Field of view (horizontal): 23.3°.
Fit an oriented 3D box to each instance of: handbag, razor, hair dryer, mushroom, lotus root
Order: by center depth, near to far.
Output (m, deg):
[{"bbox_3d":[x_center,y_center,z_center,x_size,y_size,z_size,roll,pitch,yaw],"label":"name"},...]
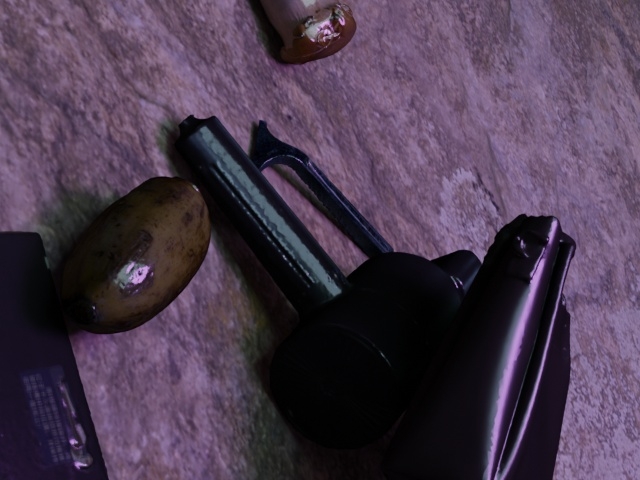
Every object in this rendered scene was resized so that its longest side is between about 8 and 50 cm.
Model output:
[{"bbox_3d":[-0.131,0.012,1.123,0.080,0.089,0.179,46,35,-11],"label":"lotus root"},{"bbox_3d":[0.146,0.125,1.281,0.285,0.113,0.257,59,51,-66],"label":"handbag"},{"bbox_3d":[0.000,0.000,1.329,0.302,0.116,0.244,54,30,-5],"label":"hair dryer"},{"bbox_3d":[0.009,-0.035,1.418,0.190,0.033,0.066,42,39,-34],"label":"razor"},{"bbox_3d":[-0.047,-0.262,1.463,0.084,0.071,0.209,-36,98,-26],"label":"mushroom"}]

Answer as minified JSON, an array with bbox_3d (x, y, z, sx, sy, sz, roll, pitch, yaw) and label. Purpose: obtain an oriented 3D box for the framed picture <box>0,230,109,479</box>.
[{"bbox_3d":[-0.259,0.115,0.938,0.338,0.014,0.255,-3,72,-56],"label":"framed picture"}]
